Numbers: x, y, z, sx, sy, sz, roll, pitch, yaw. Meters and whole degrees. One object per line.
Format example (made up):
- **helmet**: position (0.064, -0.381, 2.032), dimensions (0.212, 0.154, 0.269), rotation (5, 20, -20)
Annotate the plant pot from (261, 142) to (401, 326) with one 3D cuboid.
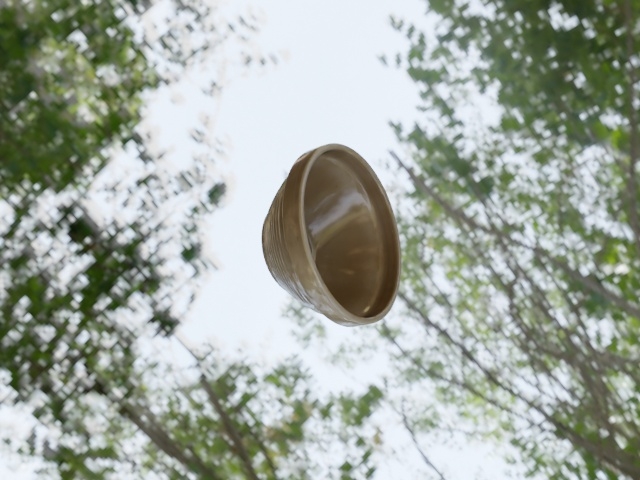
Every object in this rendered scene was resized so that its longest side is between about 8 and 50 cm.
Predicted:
- **plant pot**: position (0.000, 0.000, 1.492), dimensions (0.110, 0.237, 0.237), rotation (-13, -141, 32)
